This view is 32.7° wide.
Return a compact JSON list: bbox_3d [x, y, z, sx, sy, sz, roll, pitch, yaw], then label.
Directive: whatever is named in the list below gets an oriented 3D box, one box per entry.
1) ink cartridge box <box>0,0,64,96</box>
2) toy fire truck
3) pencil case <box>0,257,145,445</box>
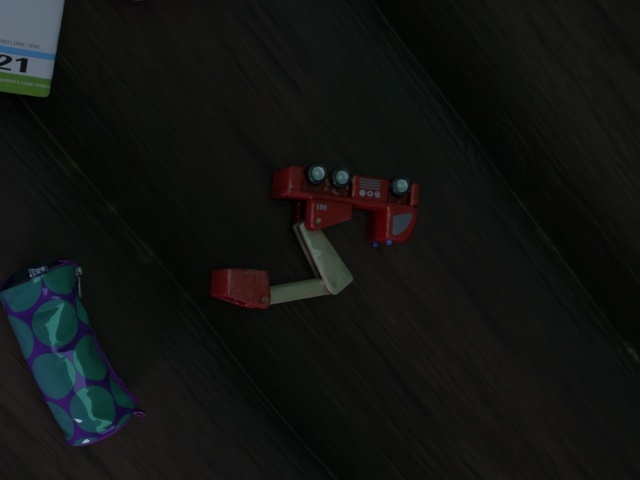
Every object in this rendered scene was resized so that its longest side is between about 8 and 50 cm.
[{"bbox_3d":[-0.281,-0.255,0.814,0.188,0.097,0.255,6,114,-24],"label":"ink cartridge box"},{"bbox_3d":[0.000,0.000,1.004,0.192,0.047,0.135,7,84,-24],"label":"toy fire truck"},{"bbox_3d":[-0.206,0.090,0.898,0.070,0.064,0.152,-23,97,-7],"label":"pencil case"}]
